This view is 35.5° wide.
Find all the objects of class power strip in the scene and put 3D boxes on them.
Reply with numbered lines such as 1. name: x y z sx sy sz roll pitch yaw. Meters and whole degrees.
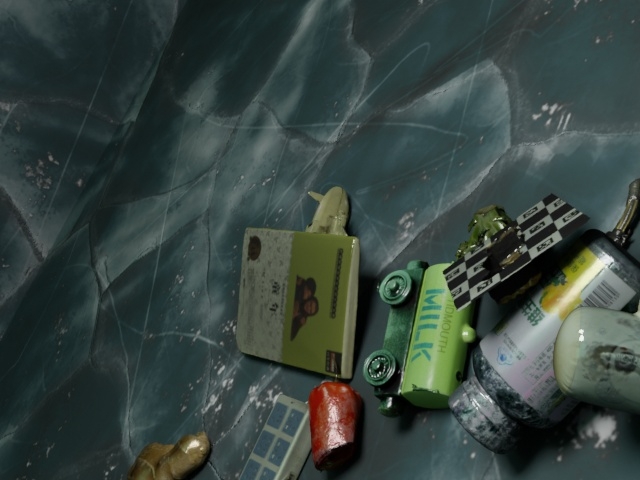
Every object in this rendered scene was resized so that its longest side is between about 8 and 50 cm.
1. power strip: -0.102 0.424 1.630 0.106 0.043 0.367 6 67 57

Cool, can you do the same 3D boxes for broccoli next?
1. broccoli: 0.257 0.010 1.435 0.130 0.120 0.131 -15 15 21

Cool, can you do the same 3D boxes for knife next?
1. knife: 0.388 0.016 1.338 0.045 0.021 0.222 10 74 50

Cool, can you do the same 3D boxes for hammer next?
1. hammer: 0.379 0.043 1.098 0.113 0.202 0.305 -27 -52 -80

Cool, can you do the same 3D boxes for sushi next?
1. sushi: 0.257 0.028 1.285 0.192 0.050 0.215 -36 9 8

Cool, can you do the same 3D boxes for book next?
1. book: -0.049 0.101 1.765 0.352 0.035 0.239 5 91 56

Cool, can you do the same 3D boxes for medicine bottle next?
1. medicine bottle: 0.292 0.134 1.250 0.293 0.141 0.141 -50 32 14

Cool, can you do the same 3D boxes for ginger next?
1. ginger: -0.326 0.476 1.869 0.148 0.081 0.333 35 93 43

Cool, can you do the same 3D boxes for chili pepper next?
1. chili pepper: 0.022 0.263 1.567 0.086 0.084 0.192 -20 49 22

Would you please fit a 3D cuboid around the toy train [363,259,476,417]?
1. toy train: 0.159 0.143 1.484 0.157 0.105 0.253 -6 56 35

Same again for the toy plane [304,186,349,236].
1. toy plane: 0.000 0.000 1.832 0.229 0.092 0.244 -35 38 55
